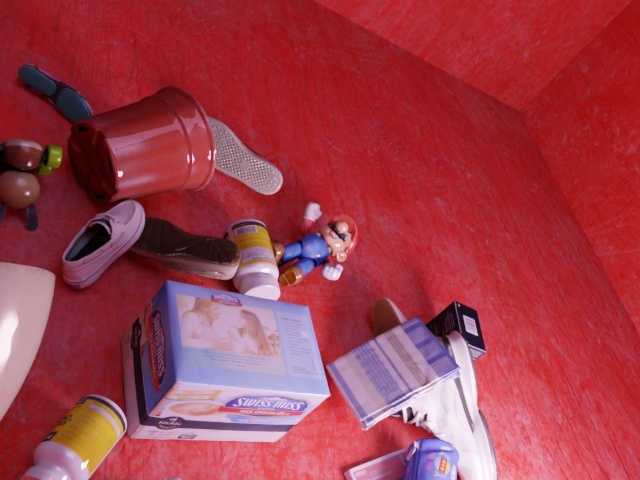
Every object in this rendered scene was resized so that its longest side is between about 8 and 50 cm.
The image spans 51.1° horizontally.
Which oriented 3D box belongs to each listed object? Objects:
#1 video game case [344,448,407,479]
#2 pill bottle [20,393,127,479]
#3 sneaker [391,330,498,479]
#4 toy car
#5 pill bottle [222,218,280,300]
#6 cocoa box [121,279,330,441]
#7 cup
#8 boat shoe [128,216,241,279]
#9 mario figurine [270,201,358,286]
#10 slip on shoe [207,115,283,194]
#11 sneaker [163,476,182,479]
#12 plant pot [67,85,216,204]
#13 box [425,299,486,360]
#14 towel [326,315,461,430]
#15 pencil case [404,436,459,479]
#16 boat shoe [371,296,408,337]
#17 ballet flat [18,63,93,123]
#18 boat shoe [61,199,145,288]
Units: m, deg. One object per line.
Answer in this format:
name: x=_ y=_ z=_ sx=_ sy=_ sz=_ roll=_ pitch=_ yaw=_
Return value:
video game case: x=0.190 y=0.634 z=1.526 sx=0.204 sy=0.025 sz=0.285 roll=-2 pitch=55 yaw=-45
pill bottle: x=-0.425 y=0.361 z=1.154 sx=0.103 sy=0.103 sz=0.184 roll=40 pitch=35 yaw=-4
sneaker: x=0.284 y=0.472 z=1.712 sx=0.257 sy=0.169 sz=0.447 roll=-9 pitch=76 yaw=-6
toy car: x=-0.656 y=-0.116 z=1.444 sx=0.155 sy=0.149 sz=0.188 roll=6 pitch=78 yaw=-36
pill bottle: x=-0.173 y=0.058 z=1.694 sx=0.119 sy=0.119 sz=0.208 roll=12 pitch=46 yaw=-36
cocoa box: x=-0.196 y=0.257 z=1.371 sx=0.347 sy=0.228 sz=0.231 roll=14 pitch=44 yaw=-34
cup: x=-0.594 y=0.174 z=1.050 sx=0.331 sy=0.331 sz=0.237 roll=6 pitch=74 yaw=-40
boat shoe: x=-0.343 y=0.028 z=1.587 sx=0.302 sy=0.098 sz=0.109 roll=13 pitch=50 yaw=-8
mario figurine: x=0.000 y=0.000 z=1.868 sx=0.320 sy=0.170 sz=0.198 roll=-29 pitch=109 yaw=-45
slip on shoe: x=-0.253 y=-0.247 z=1.960 sx=0.331 sy=0.123 sz=0.101 roll=35 pitch=4 yaw=-3
sneaker: x=-0.257 y=0.516 z=1.142 sx=0.090 sy=0.115 sz=0.232 roll=9 pitch=48 yaw=-38
plant pot: x=-0.442 y=-0.217 z=1.622 sx=0.265 sy=0.272 sz=0.272 roll=-26 pitch=72 yaw=-45
box: x=0.386 y=0.289 z=1.953 sx=0.093 sy=0.158 sz=0.156 roll=24 pitch=40 yaw=-23
towel: x=0.177 y=0.322 z=1.656 sx=0.285 sy=0.034 sz=0.209 roll=-27 pitch=48 yaw=-12
pencil case: x=0.235 y=0.578 z=1.499 sx=0.133 sy=0.119 sz=0.306 roll=44 pitch=35 yaw=-14
boat shoe: x=0.236 y=0.284 z=1.876 sx=0.096 sy=0.098 sz=0.277 roll=-9 pitch=69 yaw=-48
ballet flat: x=-0.669 y=-0.379 z=1.724 sx=0.221 sy=0.077 sz=0.079 roll=36 pitch=17 yaw=-9
boat shoe: x=-0.475 y=-0.015 z=1.464 sx=0.096 sy=0.088 sz=0.267 roll=23 pitch=47 yaw=13
